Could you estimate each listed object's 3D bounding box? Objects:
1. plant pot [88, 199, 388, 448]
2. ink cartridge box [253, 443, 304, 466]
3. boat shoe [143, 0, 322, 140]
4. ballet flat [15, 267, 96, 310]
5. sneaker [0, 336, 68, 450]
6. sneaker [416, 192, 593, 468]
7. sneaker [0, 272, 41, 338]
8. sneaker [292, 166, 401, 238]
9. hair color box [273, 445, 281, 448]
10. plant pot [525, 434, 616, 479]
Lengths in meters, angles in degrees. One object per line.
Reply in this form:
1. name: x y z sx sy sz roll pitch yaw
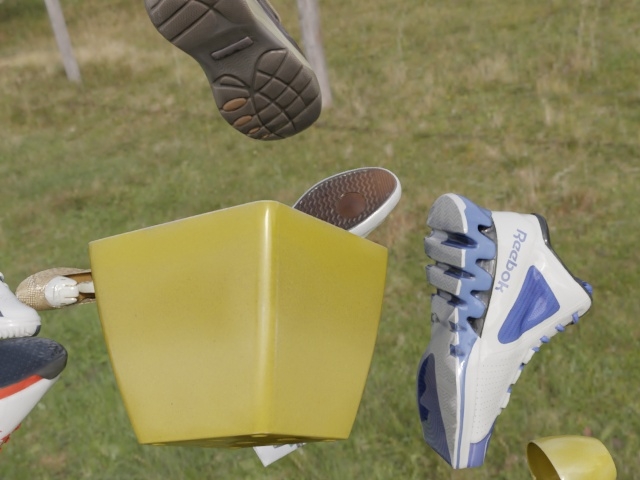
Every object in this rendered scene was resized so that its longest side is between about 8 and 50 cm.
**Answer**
1. plant pot: -0.070 0.094 0.873 0.212 0.187 0.212 -13 -19 30
2. ink cartridge box: -0.064 0.418 2.163 0.219 0.092 0.160 -28 2 -9
3. boat shoe: -0.094 -0.252 1.141 0.132 0.355 0.130 -17 60 11
4. ballet flat: -0.412 0.079 1.600 0.206 0.073 0.067 -11 9 -41
5. sneaker: -0.346 0.205 0.879 0.090 0.144 0.270 16 32 32
6. sneaker: 0.217 0.104 1.072 0.182 0.315 0.127 -1 12 -15
7. sneaker: -0.410 0.024 1.103 0.235 0.153 0.094 14 4 39
8. sneaker: 0.000 0.000 1.405 0.290 0.123 0.106 -34 58 2
9. hair color box: -0.086 0.149 1.630 0.114 0.374 0.185 -17 -22 -24
10. plant pot: 0.380 0.344 1.396 0.095 0.134 0.134 -20 23 -9
